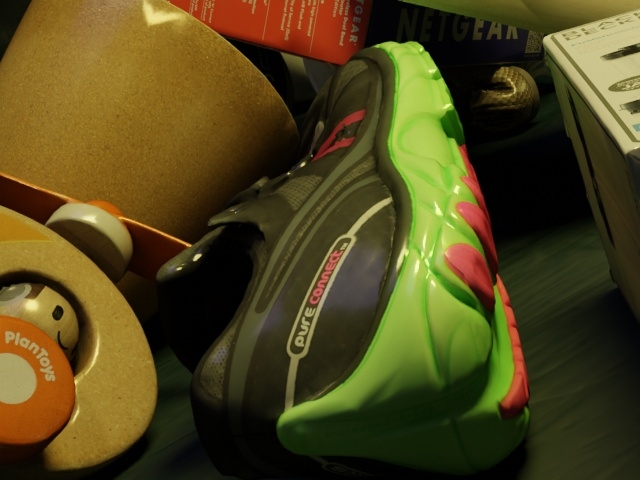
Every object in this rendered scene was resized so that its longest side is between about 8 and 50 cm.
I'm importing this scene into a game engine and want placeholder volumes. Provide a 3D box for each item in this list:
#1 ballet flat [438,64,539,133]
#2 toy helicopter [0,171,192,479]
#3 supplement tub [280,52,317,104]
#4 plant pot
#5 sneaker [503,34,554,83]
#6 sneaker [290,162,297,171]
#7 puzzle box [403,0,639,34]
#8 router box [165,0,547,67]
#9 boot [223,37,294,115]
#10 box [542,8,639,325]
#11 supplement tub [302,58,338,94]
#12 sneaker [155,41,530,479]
[{"bbox_3d":[0.101,-0.133,1.528,0.058,0.084,0.250,-22,20,-33],"label":"ballet flat"},{"bbox_3d":[-0.220,-0.012,1.026,0.235,0.355,0.140,-25,-13,-42],"label":"toy helicopter"},{"bbox_3d":[-0.108,-0.260,1.898,0.331,0.241,0.241,-14,16,19],"label":"supplement tub"},{"bbox_3d":[-0.177,-0.022,1.208,0.237,0.237,0.254,0,54,50],"label":"plant pot"},{"bbox_3d":[0.249,-0.216,1.626,0.086,0.085,0.237,-18,11,35],"label":"sneaker"},{"bbox_3d":[-0.043,-0.028,1.343,0.063,0.073,0.162,-15,16,14],"label":"sneaker"},{"bbox_3d":[0.217,-0.185,1.209,0.408,0.052,0.272,12,17,-8],"label":"puzzle box"},{"bbox_3d":[0.003,-0.226,1.445,0.301,0.082,0.335,19,17,30],"label":"router box"},{"bbox_3d":[-0.092,-0.146,1.433,0.085,0.178,0.236,-17,54,15],"label":"boot"},{"bbox_3d":[0.196,-0.019,0.851,0.087,0.169,0.290,-18,15,5],"label":"box"},{"bbox_3d":[0.084,-0.210,1.733,0.190,0.117,0.117,-23,16,-14],"label":"supplement tub"},{"bbox_3d":[0.000,0.000,0.993,0.202,0.185,0.483,-14,15,4],"label":"sneaker"}]
